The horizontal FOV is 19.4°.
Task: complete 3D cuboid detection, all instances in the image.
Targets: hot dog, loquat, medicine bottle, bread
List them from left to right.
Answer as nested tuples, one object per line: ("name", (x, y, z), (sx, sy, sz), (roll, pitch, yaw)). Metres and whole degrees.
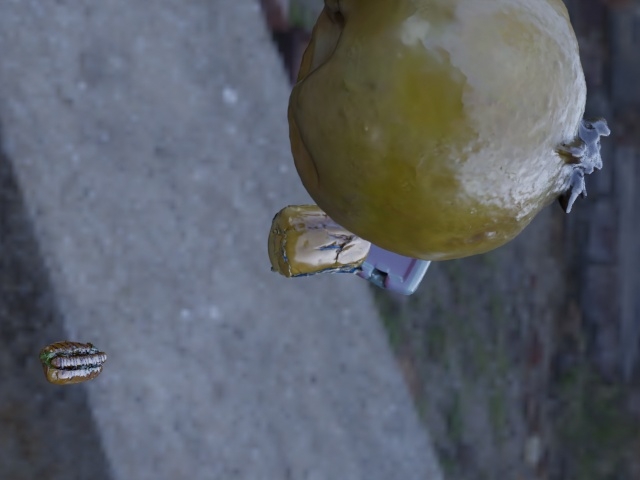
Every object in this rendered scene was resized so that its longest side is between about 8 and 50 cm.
("hot dog", (-0.270, 0.133, 2.062), (0.122, 0.037, 0.049), (-4, 78, -67))
("bread", (0.000, 0.000, 1.829), (0.106, 0.053, 0.072), (-3, 104, -35))
("medicine bottle", (0.095, -0.021, 2.112), (0.188, 0.094, 0.119), (-52, 165, -74))
("loquat", (0.096, -0.095, 1.363), (0.244, 0.244, 0.244), (2, 90, -70))
